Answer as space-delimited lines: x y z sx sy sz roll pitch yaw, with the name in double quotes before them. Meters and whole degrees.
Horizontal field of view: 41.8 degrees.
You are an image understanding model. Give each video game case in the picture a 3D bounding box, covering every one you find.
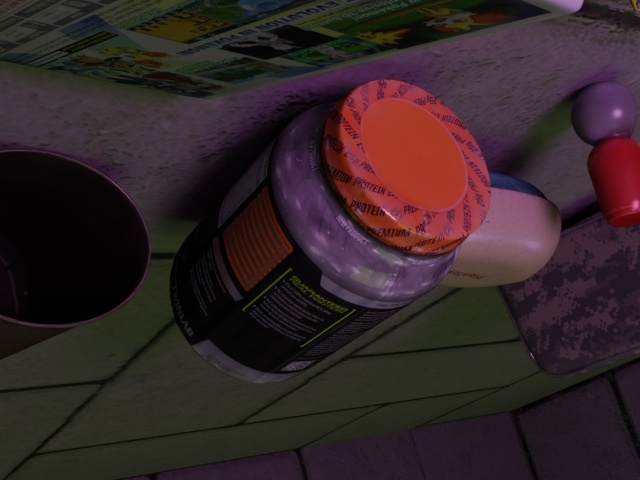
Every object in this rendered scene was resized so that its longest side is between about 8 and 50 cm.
"video game case" -0.090 -0.132 0.428 0.300 0.036 0.329 4 177 -41

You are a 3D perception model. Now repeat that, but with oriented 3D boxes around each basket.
"basket" -0.297 0.036 0.741 0.227 0.154 0.204 -27 166 38

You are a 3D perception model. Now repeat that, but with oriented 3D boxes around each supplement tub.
"supplement tub" 0.000 0.000 0.789 0.194 0.193 0.316 0 155 -35

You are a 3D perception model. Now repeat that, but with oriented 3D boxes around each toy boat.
"toy boat" 0.207 -0.050 0.919 0.267 0.148 0.318 13 153 -43

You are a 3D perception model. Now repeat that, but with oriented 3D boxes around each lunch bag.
"lunch bag" 0.462 0.053 1.259 0.305 0.212 0.256 -33 170 39

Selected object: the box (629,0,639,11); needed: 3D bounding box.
"box" 0.217 -0.224 0.569 0.059 0.054 0.169 -25 157 23
